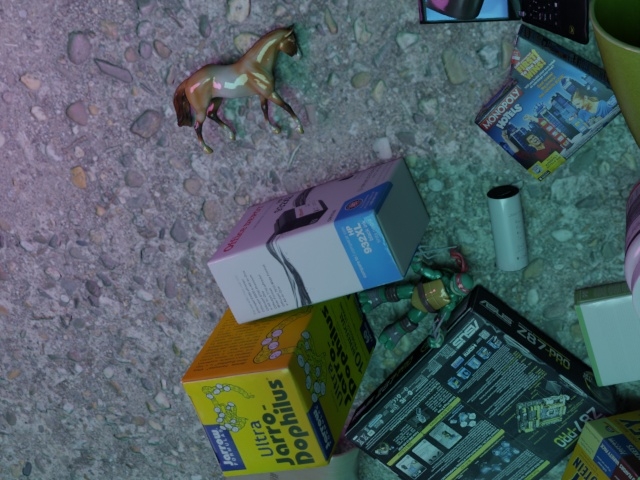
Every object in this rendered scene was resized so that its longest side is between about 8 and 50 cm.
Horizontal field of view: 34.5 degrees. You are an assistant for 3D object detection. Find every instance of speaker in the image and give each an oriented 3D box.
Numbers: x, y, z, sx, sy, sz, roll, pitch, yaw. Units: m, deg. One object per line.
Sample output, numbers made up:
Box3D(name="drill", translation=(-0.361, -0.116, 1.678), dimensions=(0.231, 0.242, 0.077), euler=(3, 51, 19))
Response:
Box3D(name="speaker", translation=(0.308, -0.020, 1.689), dimensions=(0.055, 0.055, 0.136), euler=(-4, 117, 19))

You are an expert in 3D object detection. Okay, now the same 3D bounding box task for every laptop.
Box3D(name="laptop", translation=(0.249, -0.404, 1.449), dimensions=(0.136, 0.264, 0.234), euler=(-16, 118, -16))

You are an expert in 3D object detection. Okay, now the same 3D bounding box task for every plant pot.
Box3D(name="plant pot", translation=(0.522, -0.210, 1.414), dimensions=(0.274, 0.275, 0.293), euler=(-3, 132, 19))

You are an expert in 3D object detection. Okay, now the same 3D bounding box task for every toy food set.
Box3D(name="toy food set", translation=(-0.065, 0.440, 2.019), dimensions=(0.306, 0.092, 0.220), euler=(19, 124, 28))

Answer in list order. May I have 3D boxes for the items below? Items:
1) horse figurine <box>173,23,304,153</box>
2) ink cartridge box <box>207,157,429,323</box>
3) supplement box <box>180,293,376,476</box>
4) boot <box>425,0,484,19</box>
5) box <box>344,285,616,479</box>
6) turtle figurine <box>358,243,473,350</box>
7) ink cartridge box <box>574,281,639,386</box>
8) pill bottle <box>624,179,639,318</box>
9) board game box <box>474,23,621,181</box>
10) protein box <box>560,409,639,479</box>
Box3D(name="horse figurine", translation=(-0.142, -0.241, 1.702), dimensions=(0.263, 0.066, 0.174), euler=(-9, 120, 19))
Box3D(name="ink cartridge box", translation=(0.000, 0.000, 1.696), dimensions=(0.307, 0.223, 0.129), euler=(-17, 111, 25))
Box3D(name="supplement box", translation=(-0.057, 0.205, 1.748), dimensions=(0.195, 0.356, 0.194), euler=(-11, 114, 23))
Box3D(name="boot", translation=(0.136, -0.477, 1.432), dimensions=(0.264, 0.096, 0.280), euler=(31, 131, 30))
Box3D(name="box", translation=(0.281, 0.313, 1.857), dimensions=(0.318, 0.097, 0.395), euler=(37, 122, -2))
Box3D(name="turtle figurine", translation=(0.180, 0.098, 1.754), dimensions=(0.234, 0.118, 0.175), euler=(-29, 73, 42))
Box3D(name="ink cartridge box", translation=(0.555, 0.145, 1.704), dimensions=(0.235, 0.056, 0.171), euler=(-13, 114, 19))
Box3D(name="pill bottle", translation=(0.528, 0.014, 1.505), dimensions=(0.161, 0.283, 0.161), euler=(7, 120, 13))
Box3D(name="board game box", translation=(0.337, -0.222, 1.567), dimensions=(0.194, 0.060, 0.194), euler=(42, 121, -7))
Box3D(name="protein box", translation=(0.535, 0.406, 1.749), dimensions=(0.201, 0.136, 0.200), euler=(-6, 126, -28))
